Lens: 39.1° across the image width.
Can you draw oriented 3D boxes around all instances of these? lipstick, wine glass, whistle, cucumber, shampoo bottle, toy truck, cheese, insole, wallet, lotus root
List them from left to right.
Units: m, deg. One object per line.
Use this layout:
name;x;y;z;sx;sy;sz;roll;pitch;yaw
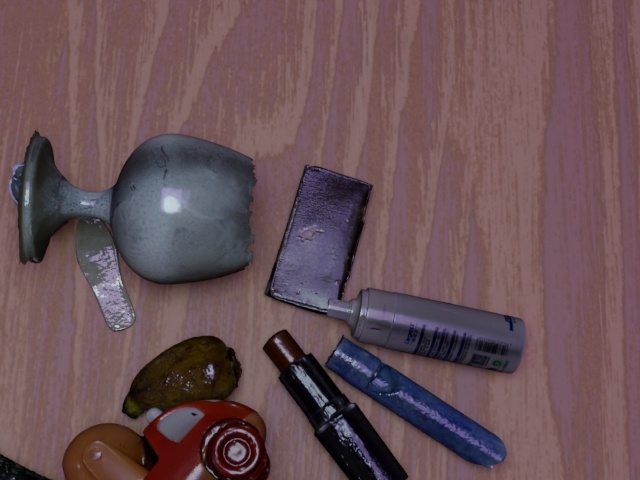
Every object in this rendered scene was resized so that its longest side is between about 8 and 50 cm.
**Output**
cucumber;-0.454;0.343;1.298;0.245;0.067;0.067;24;74;3
cheese;-0.448;-0.068;1.421;0.067;0.026;0.120;-26;86;-10
insole;-0.339;0.050;1.411;0.063;0.010;0.191;-20;78;-11
wine glass;-0.258;-0.048;1.328;0.323;0.238;0.237;1;75;-7
toy truck;-0.215;0.310;1.271;0.239;0.189;0.265;39;73;13
lotus root;-0.213;0.209;1.343;0.191;0.094;0.108;-20;44;-6
wallet;0.000;0.000;1.447;0.122;0.031;0.232;17;76;-2
lipstick;0.016;0.261;1.357;0.081;0.081;0.299;-35;79;-13
whistle;0.146;0.251;1.384;0.304;0.062;0.062;33;75;3
shampoo bottle;0.158;0.134;1.396;0.304;0.092;0.092;12;75;-4
